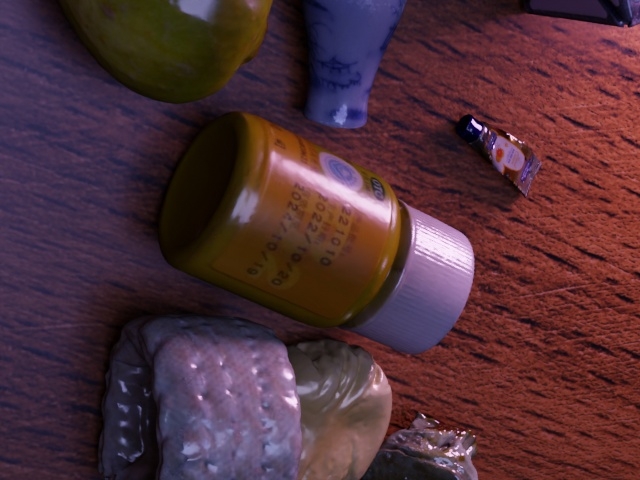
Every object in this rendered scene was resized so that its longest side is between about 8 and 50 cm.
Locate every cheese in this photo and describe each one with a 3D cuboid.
[{"bbox_3d":[-0.004,0.252,2.039,0.214,0.117,0.226,-3,108,-28],"label":"cheese"}]

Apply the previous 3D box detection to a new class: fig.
[{"bbox_3d":[-0.206,-0.324,1.740,0.326,0.258,0.258,41,84,-13],"label":"fig"}]

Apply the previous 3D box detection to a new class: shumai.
[{"bbox_3d":[0.151,0.344,2.140,0.142,0.184,0.184,-37,123,-60],"label":"shumai"}]

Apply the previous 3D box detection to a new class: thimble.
[{"bbox_3d":[-0.160,0.245,1.880,0.195,0.291,0.292,1,101,-26],"label":"thimble"}]

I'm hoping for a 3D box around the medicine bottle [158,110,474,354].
[{"bbox_3d":[0.000,0.000,1.915,0.384,0.224,0.224,25,91,-26],"label":"medicine bottle"}]

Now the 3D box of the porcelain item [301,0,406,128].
[{"bbox_3d":[0.038,-0.282,1.922,0.141,0.141,0.259,0,109,-24],"label":"porcelain item"}]

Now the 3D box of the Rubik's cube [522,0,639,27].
[{"bbox_3d":[0.417,-0.449,1.984,0.260,0.255,0.259,-26,111,-17],"label":"Rubik's cube"}]

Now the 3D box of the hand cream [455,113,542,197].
[{"bbox_3d":[0.262,-0.127,2.111,0.163,0.039,0.062,33,71,-29],"label":"hand cream"}]
